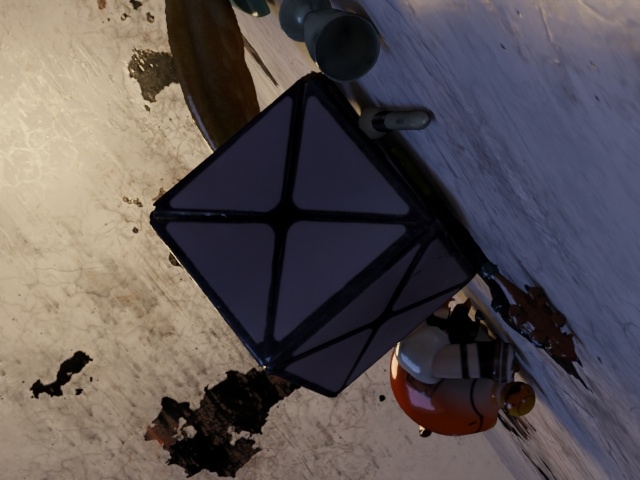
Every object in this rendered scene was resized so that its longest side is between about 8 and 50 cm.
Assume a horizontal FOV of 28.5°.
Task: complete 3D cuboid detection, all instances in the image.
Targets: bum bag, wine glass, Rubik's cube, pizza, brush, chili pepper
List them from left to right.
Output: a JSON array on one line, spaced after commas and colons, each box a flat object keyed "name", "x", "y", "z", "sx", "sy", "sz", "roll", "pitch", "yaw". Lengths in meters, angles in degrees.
[{"name": "pizza", "x": -0.155, "y": -0.254, "z": 1.863, "sx": 0.365, "sy": 0.074, "sz": 0.182, "roll": 71, "pitch": -160, "yaw": -3}, {"name": "Rubik's cube", "x": 0.000, "y": 0.000, "z": 1.747, "sx": 0.307, "sy": 0.310, "sz": 0.305, "roll": 52, "pitch": -175, "yaw": 22}, {"name": "wine glass", "x": 0.008, "y": -0.226, "z": 1.357, "sx": 0.073, "sy": 0.073, "sz": 0.155, "roll": 55, "pitch": -179, "yaw": -28}, {"name": "brush", "x": 0.091, "y": -0.139, "z": 1.469, "sx": 0.042, "sy": 0.039, "sz": 0.299, "roll": 50, "pitch": 175, "yaw": -11}, {"name": "chili pepper", "x": 0.122, "y": -0.092, "z": 1.658, "sx": 0.083, "sy": 0.017, "sz": 0.030, "roll": 51, "pitch": 178, "yaw": -5}, {"name": "bum bag", "x": 0.249, "y": 0.093, "z": 1.620, "sx": 0.058, "sy": 0.034, "sz": 0.124, "roll": 44, "pitch": -176, "yaw": -36}]

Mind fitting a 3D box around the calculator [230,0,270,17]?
[{"name": "calculator", "x": -0.190, "y": -0.468, "z": 1.921, "sx": 0.386, "sy": 0.054, "sz": 0.256, "roll": 44, "pitch": 171, "yaw": 51}]

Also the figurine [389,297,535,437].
[{"name": "figurine", "x": 0.214, "y": 0.214, "z": 2.128, "sx": 0.320, "sy": 0.196, "sz": 0.323, "roll": 41, "pitch": 165, "yaw": 29}]

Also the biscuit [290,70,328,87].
[{"name": "biscuit", "x": -0.019, "y": -0.182, "z": 1.843, "sx": 0.025, "sy": 0.126, "sz": 0.206, "roll": 30, "pitch": 163, "yaw": 16}]

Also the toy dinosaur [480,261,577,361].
[{"name": "toy dinosaur", "x": 0.242, "y": 0.082, "z": 1.451, "sx": 0.154, "sy": 0.049, "sz": 0.055, "roll": 48, "pitch": 180, "yaw": 10}]
